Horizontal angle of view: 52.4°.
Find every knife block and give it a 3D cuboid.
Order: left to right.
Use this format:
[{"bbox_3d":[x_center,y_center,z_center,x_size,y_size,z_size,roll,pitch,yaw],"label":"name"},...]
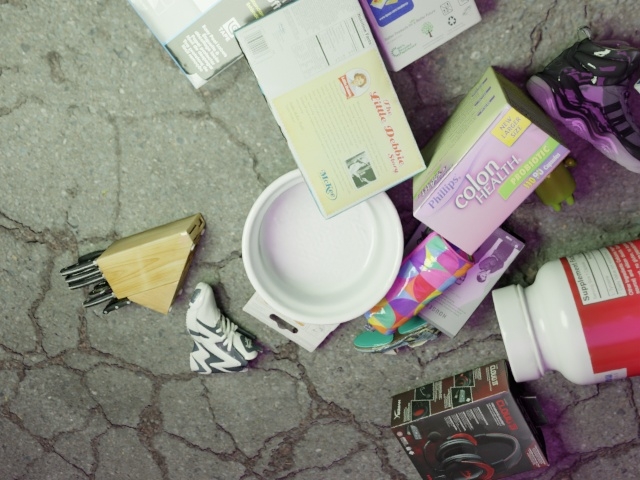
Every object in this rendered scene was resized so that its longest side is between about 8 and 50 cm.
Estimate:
[{"bbox_3d":[-0.387,0.034,1.312,0.242,0.088,0.276,24,119,-4],"label":"knife block"}]

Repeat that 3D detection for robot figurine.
[{"bbox_3d":[0.398,-0.109,1.130,0.101,0.067,0.115,-29,109,30],"label":"robot figurine"}]

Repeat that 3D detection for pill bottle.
[{"bbox_3d":[0.525,0.123,1.139,0.407,0.229,0.229,-16,114,16],"label":"pill bottle"}]

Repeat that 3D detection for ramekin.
[{"bbox_3d":[0.000,0.000,1.166,0.277,0.135,0.277,-1,99,-6],"label":"ramekin"}]

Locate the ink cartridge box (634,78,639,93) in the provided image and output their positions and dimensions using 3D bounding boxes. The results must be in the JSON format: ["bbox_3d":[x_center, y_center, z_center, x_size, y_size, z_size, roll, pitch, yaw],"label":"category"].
[{"bbox_3d":[0.627,-0.241,0.989,0.224,0.045,0.223,41,90,-15],"label":"ink cartridge box"}]

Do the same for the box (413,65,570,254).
[{"bbox_3d":[0.258,-0.135,1.039,0.117,0.243,0.213,34,116,-9],"label":"box"}]

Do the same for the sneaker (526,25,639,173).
[{"bbox_3d":[0.477,-0.224,1.038,0.268,0.101,0.153,32,116,-9],"label":"sneaker"}]

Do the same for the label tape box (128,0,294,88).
[{"bbox_3d":[-0.132,-0.442,1.014,0.347,0.115,0.249,-29,110,23],"label":"label tape box"}]

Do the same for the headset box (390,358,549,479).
[{"bbox_3d":[0.327,0.396,1.376,0.293,0.110,0.218,-23,111,19],"label":"headset box"}]

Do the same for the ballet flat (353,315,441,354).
[{"bbox_3d":[0.162,0.202,1.330,0.188,0.070,0.070,-21,112,20],"label":"ballet flat"}]

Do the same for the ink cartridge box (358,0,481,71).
[{"bbox_3d":[0.101,-0.442,0.977,0.165,0.065,0.333,-30,111,-2],"label":"ink cartridge box"}]

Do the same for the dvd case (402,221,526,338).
[{"bbox_3d":[0.242,0.047,1.226,0.179,0.029,0.239,34,116,7],"label":"dvd case"}]

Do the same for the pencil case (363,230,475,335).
[{"bbox_3d":[0.170,0.076,1.190,0.104,0.104,0.236,41,114,-12],"label":"pencil case"}]

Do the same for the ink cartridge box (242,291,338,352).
[{"bbox_3d":[-0.025,0.103,1.318,0.181,0.056,0.225,34,122,-9],"label":"ink cartridge box"}]

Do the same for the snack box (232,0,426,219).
[{"bbox_3d":[0.020,-0.214,1.011,0.187,0.060,0.322,-27,111,-2],"label":"snack box"}]

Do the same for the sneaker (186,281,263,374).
[{"bbox_3d":[-0.194,0.193,1.363,0.153,0.094,0.235,7,118,3],"label":"sneaker"}]
